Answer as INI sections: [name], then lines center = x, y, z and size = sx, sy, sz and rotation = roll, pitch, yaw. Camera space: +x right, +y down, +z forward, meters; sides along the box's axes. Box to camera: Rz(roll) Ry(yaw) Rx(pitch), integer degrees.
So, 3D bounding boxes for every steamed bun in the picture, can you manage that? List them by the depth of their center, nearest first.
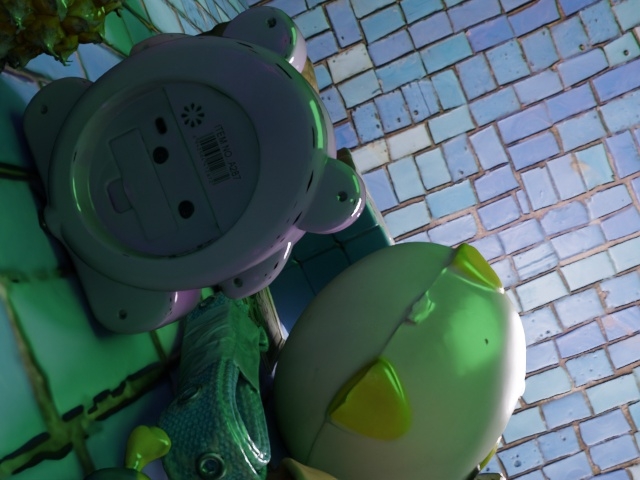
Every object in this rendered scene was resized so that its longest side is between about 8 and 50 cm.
[steamed bun]
center = 0.107, 0.177, 0.852
size = 0.374, 0.334, 0.333
rotation = -49, 127, -31

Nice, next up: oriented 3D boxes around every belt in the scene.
[belt]
center = -0.094, 0.130, 0.594
size = 0.087, 0.072, 0.302
rotation = 58, 4, -16

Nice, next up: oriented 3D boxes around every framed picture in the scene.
[framed picture]
center = -0.095, 0.058, 0.885
size = 0.173, 0.010, 0.231
rotation = -65, 137, -83

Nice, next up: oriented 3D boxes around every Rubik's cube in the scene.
[Rubik's cube]
center = 0.000, 0.000, 1.088
size = 0.231, 0.225, 0.221
rotation = 63, 7, -17

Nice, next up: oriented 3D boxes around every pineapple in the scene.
[pineapple]
center = -0.237, -0.186, 0.474
size = 0.176, 0.136, 0.161
rotation = 25, 32, -10

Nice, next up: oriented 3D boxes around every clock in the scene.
[clock]
center = -0.104, -0.059, 0.518
size = 0.090, 0.248, 0.227
rotation = -7, 75, -79

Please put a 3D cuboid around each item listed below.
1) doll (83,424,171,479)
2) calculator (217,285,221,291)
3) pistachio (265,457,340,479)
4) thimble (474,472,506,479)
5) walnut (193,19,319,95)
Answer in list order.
[doll]
center = -0.114, 0.194, 0.372
size = 0.089, 0.102, 0.179
rotation = 21, 27, -11
[calculator]
center = -0.124, 0.042, 0.869
size = 0.126, 0.034, 0.190
rotation = -97, 163, -67
[pistachio]
center = 0.003, 0.300, 0.553
size = 0.293, 0.162, 0.181
rotation = 55, -2, -43
[thimble]
center = 0.158, 0.426, 0.826
size = 0.271, 0.271, 0.150
rotation = 37, 29, -74
[walnut]
center = -0.114, -0.234, 1.003
size = 0.248, 0.248, 0.248
rotation = -23, 90, -82
